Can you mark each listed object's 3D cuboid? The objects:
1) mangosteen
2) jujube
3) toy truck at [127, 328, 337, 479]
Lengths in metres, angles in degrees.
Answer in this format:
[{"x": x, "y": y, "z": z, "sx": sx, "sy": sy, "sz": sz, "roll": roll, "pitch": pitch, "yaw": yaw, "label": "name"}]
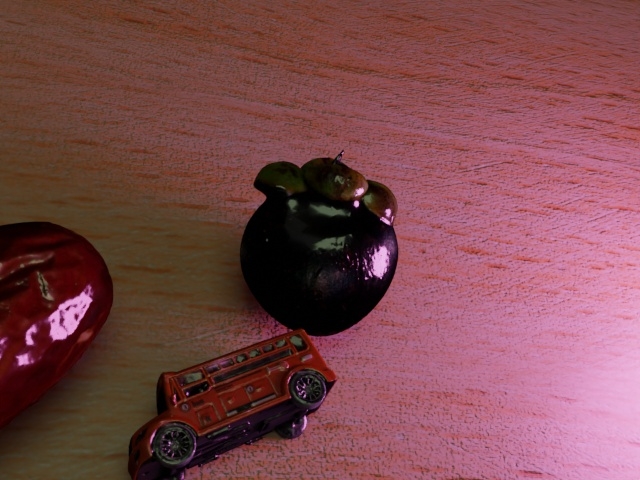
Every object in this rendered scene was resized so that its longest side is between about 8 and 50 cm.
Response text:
[{"x": 0.000, "y": 0.000, "z": 0.887, "sx": 0.243, "sy": 0.243, "sz": 0.243, "roll": 9, "pitch": 52, "yaw": -12, "label": "mangosteen"}, {"x": -0.385, "y": 0.099, "z": 0.698, "sx": 0.223, "sy": 0.223, "sz": 0.318, "roll": 42, "pitch": 49, "yaw": 14, "label": "jujube"}, {"x": -0.112, "y": 0.199, "z": 0.774, "sx": 0.253, "sy": 0.107, "sz": 0.114, "roll": -15, "pitch": 60, "yaw": -30, "label": "toy truck"}]
